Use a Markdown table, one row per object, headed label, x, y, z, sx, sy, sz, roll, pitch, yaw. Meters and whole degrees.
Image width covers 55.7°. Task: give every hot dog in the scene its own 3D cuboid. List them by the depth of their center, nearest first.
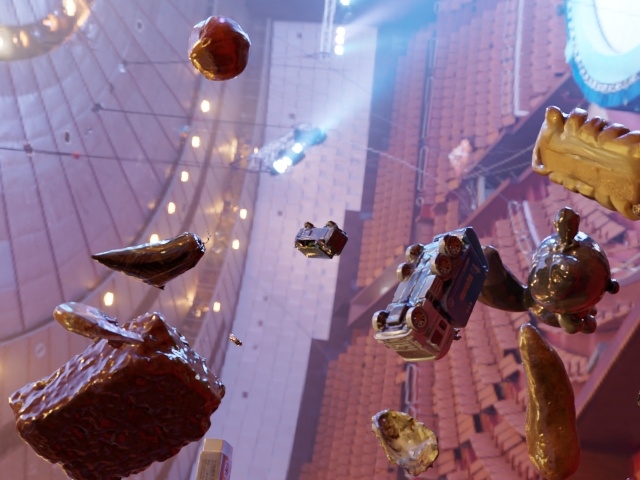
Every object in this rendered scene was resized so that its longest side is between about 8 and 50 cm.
| label | x | y | z | sx | sy | sz | roll | pitch | yaw |
| --- | --- | --- | --- | --- | --- | --- | --- | --- | --- |
| hot dog | -0.284 | 0.335 | 2.020 | 0.021 | 0.037 | 0.083 | -44 | 19 | -14 |

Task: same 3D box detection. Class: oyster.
| label | x | y | z | sx | sy | sz | roll | pitch | yaw |
| --- | --- | --- | --- | --- | --- | --- | --- | --- | --- |
| oyster | 0.173 | 0.424 | 1.289 | 0.105 | 0.177 | 0.056 | -54 | -42 | -18 |

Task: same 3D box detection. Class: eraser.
| label | x | y | z | sx | sy | sz | roll | pitch | yaw |
| --- | --- | --- | --- | --- | --- | --- | --- | --- | --- |
| eraser | -0.123 | 0.290 | 0.683 | 0.052 | 0.029 | 0.122 | 79 | -167 | -59 |

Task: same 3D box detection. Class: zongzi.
| label | x | y | z | sx | sy | sz | roll | pitch | yaw |
| --- | --- | --- | --- | --- | --- | --- | --- | --- | --- |
| zongzi | -0.468 | 0.035 | 1.692 | 0.241 | 0.248 | 0.111 | 23 | -135 | -47 |

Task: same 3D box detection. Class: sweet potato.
| label | x | y | z | sx | sy | sz | roll | pitch | yaw |
| --- | --- | --- | --- | --- | --- | --- | --- | --- | --- |
| sweet potato | 0.405 | 0.287 | 1.082 | 0.097 | 0.097 | 0.292 | -15 | -85 | -81 |

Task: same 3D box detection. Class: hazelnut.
| label | x | y | z | sx | sy | sz | roll | pitch | yaw |
| --- | --- | --- | --- | --- | --- | --- | --- | --- | --- |
| hazelnut | -0.284 | -0.542 | 1.704 | 0.182 | 0.182 | 0.182 | 7 | -90 | -82 |

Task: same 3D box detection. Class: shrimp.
| label | x | y | z | sx | sy | sz | roll | pitch | yaw |
| --- | --- | --- | --- | --- | --- | --- | --- | --- | --- |
| shrimp | -0.336 | 0.142 | 0.937 | 0.051 | 0.132 | 0.187 | -61 | -10 | -10 |

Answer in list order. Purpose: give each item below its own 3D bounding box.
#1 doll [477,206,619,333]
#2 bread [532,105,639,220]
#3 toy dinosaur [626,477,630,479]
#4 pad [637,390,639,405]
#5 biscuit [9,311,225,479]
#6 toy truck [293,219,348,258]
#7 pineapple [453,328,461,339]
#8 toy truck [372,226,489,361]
| label | x | y | z | sx | sy | sz | roll | pitch | yaw |
| --- | --- | --- | --- | --- | --- | --- | --- | --- | --- |
| doll | 0.569 | 0.108 | 1.590 | 0.382 | 0.378 | 0.252 | 65 | -154 | -48 |
| bread | 0.412 | -0.123 | 0.892 | 0.081 | 0.225 | 0.134 | -36 | -42 | -17 |
| toy dinosaur | 0.568 | 0.596 | 1.139 | 0.101 | 0.055 | 0.279 | 60 | -141 | -42 |
| pad | 0.597 | 0.222 | 0.853 | 0.330 | 0.004 | 0.220 | -137 | 50 | -66 |
| biscuit | -0.447 | 0.387 | 1.398 | 0.342 | 0.395 | 0.166 | 60 | 175 | -36 |
| toy truck | 0.000 | 0.000 | 1.424 | 0.079 | 0.147 | 0.065 | 40 | -112 | -28 |
| pineapple | 0.399 | 0.261 | 2.031 | 0.197 | 0.108 | 0.108 | 56 | 160 | 35 |
| toy truck | 0.275 | 0.121 | 1.461 | 0.146 | 0.175 | 0.367 | -19 | 32 | 54 |
